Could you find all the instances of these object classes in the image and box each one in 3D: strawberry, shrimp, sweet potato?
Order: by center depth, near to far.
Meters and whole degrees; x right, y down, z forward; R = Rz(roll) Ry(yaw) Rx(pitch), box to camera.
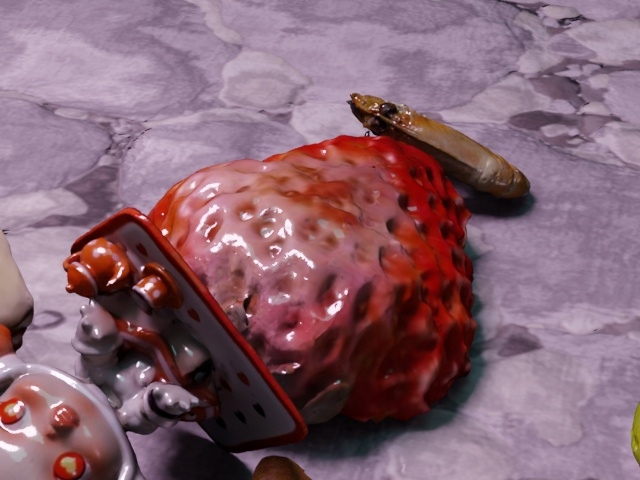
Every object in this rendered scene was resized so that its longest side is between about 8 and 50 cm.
[{"bbox_3d":[-0.027,0.184,1.066,0.049,0.049,0.117,3,36,2],"label":"sweet potato"},{"bbox_3d":[0.000,0.000,1.263,0.265,0.149,0.336,15,34,23],"label":"strawberry"},{"bbox_3d":[0.098,-0.079,1.430,0.190,0.042,0.101,23,9,-29],"label":"shrimp"}]

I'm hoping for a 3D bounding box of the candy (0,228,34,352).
[{"bbox_3d":[-0.350,-0.036,1.197,0.179,0.135,0.321,-22,76,-27],"label":"candy"}]

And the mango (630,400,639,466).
[{"bbox_3d":[0.263,0.121,1.159,0.091,0.074,0.165,9,20,22],"label":"mango"}]

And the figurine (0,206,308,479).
[{"bbox_3d":[-0.164,0.126,1.050,0.226,0.183,0.160,-40,6,-25],"label":"figurine"}]
